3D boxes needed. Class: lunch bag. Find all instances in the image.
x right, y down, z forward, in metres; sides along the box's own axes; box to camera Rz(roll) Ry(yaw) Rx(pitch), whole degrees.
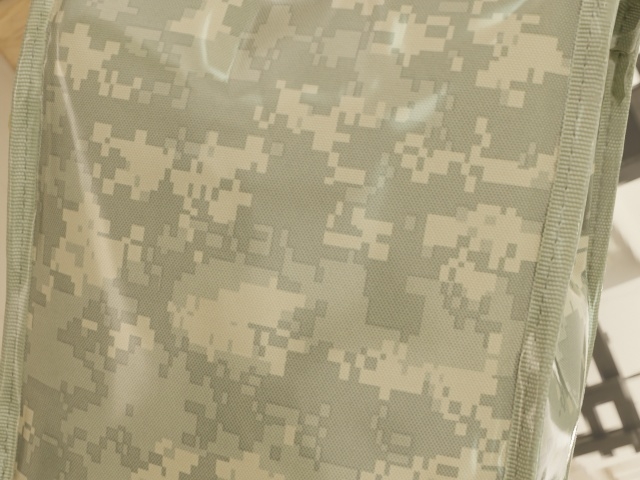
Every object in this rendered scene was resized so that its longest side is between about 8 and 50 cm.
[{"bbox_3d":[0.000,0.000,0.441,0.169,0.235,0.287,-19,117,-68],"label":"lunch bag"}]

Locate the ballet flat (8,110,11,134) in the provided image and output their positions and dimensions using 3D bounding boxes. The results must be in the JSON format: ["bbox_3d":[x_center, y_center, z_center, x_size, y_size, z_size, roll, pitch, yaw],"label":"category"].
[{"bbox_3d":[-0.159,-0.008,0.976,0.348,0.123,0.123,41,32,-11],"label":"ballet flat"}]
